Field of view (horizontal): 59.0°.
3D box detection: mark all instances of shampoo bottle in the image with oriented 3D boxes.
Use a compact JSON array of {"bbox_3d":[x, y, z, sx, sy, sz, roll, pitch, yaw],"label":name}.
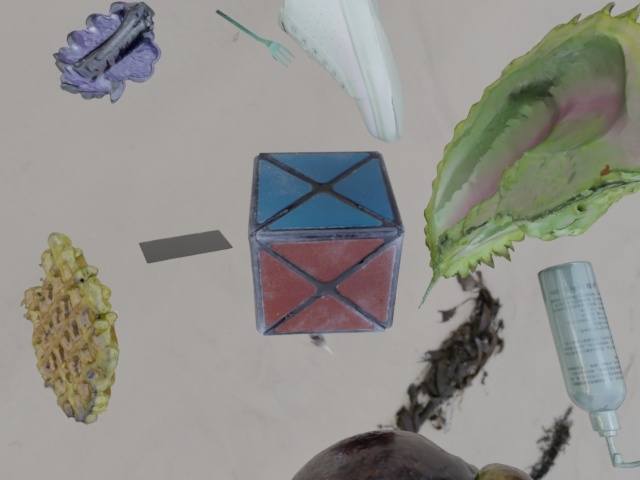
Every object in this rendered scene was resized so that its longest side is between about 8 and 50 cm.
[{"bbox_3d":[0.263,0.120,0.554,0.056,0.056,0.195,4,70,-35],"label":"shampoo bottle"}]

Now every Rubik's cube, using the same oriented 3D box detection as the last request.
[{"bbox_3d":[0.000,0.000,1.046,0.259,0.260,0.255,-2,129,-6],"label":"Rubik's cube"}]

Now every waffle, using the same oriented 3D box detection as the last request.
[{"bbox_3d":[-0.411,0.146,0.924,0.058,0.281,0.300,-13,134,-47],"label":"waffle"}]

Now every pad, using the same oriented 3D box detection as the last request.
[{"bbox_3d":[-0.340,0.013,1.424,0.211,0.143,0.003,-10,115,-22],"label":"pad"}]

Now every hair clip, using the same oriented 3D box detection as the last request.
[{"bbox_3d":[-0.292,-0.272,0.799,0.124,0.052,0.195,28,62,-1],"label":"hair clip"}]

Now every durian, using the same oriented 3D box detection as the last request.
[{"bbox_3d":[0.177,-0.064,0.480,0.169,0.355,0.157,-39,86,-22],"label":"durian"}]

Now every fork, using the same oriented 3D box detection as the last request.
[{"bbox_3d":[-0.163,-0.492,1.351,0.235,0.021,0.039,36,76,9],"label":"fork"}]

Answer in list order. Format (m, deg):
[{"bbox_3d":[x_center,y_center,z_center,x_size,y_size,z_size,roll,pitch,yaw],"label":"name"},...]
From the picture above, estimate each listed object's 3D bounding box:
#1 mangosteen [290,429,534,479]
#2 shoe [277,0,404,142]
[{"bbox_3d":[0.092,0.326,0.541,0.293,0.297,0.297,-38,122,-4],"label":"mangosteen"},{"bbox_3d":[0.016,-0.311,0.865,0.132,0.160,0.363,-45,120,-66],"label":"shoe"}]
